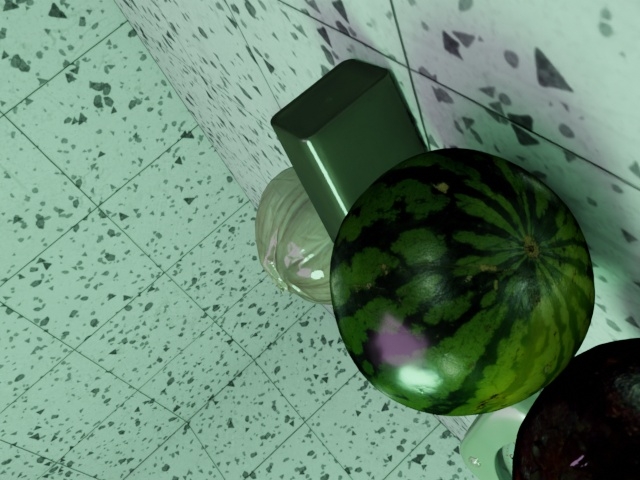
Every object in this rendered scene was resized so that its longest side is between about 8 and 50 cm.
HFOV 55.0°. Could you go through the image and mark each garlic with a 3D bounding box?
[{"bbox_3d":[0.000,0.000,1.262,0.317,0.259,0.317,50,175,6],"label":"garlic"}]

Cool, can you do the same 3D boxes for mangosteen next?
[{"bbox_3d":[0.351,0.258,0.613,0.313,0.297,0.297,42,172,-9],"label":"mangosteen"}]

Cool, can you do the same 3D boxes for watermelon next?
[{"bbox_3d":[0.147,0.049,0.674,0.285,0.285,0.285,47,171,10],"label":"watermelon"}]

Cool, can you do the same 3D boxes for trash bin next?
[{"bbox_3d":[0.059,-0.108,0.862,0.122,0.164,0.241,37,162,48],"label":"trash bin"}]

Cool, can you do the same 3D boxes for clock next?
[{"bbox_3d":[0.438,0.422,1.145,0.324,0.108,0.265,37,137,18],"label":"clock"}]
